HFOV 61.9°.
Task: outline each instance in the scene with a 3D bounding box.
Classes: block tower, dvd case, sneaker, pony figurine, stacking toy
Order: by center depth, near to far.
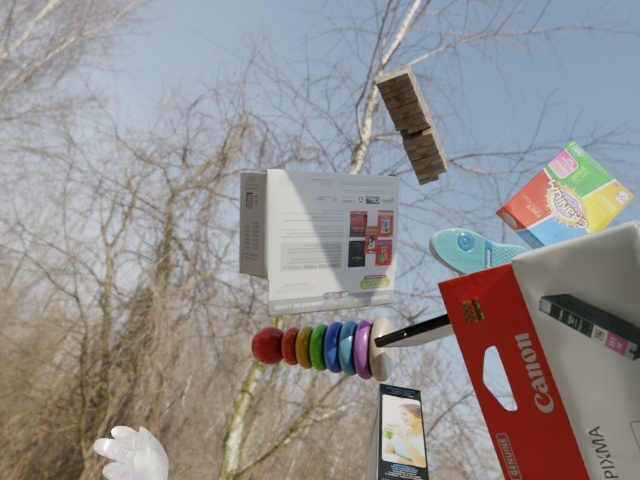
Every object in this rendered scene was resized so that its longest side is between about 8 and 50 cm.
[{"bbox_3d":[-0.297,0.530,0.899,0.364,0.302,0.351,26,-27,29],"label":"pony figurine"},{"bbox_3d":[0.251,0.160,1.019,0.253,0.022,0.180,-26,-22,30],"label":"dvd case"},{"bbox_3d":[-0.005,0.241,1.218,0.331,0.141,0.141,-1,-33,17],"label":"stacking toy"},{"bbox_3d":[0.260,-0.320,1.479,0.091,0.097,0.335,-16,-54,22],"label":"block tower"},{"bbox_3d":[0.407,0.058,1.498,0.319,0.127,0.208,16,-13,-17],"label":"sneaker"}]

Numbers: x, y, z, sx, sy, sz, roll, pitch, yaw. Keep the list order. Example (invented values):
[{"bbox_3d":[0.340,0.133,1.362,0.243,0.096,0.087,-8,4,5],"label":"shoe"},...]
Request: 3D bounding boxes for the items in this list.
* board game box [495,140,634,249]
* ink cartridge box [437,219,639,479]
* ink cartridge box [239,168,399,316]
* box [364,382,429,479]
[{"bbox_3d":[0.706,-0.102,1.543,0.242,0.316,0.064,46,-14,9],"label":"board game box"},{"bbox_3d":[0.265,0.144,0.580,0.239,0.274,0.060,-22,-7,34],"label":"ink cartridge box"},{"bbox_3d":[0.000,0.000,1.082,0.310,0.271,0.130,-1,4,-32],"label":"ink cartridge box"},{"bbox_3d":[0.131,0.410,0.952,0.087,0.290,0.169,9,-69,5],"label":"box"}]
